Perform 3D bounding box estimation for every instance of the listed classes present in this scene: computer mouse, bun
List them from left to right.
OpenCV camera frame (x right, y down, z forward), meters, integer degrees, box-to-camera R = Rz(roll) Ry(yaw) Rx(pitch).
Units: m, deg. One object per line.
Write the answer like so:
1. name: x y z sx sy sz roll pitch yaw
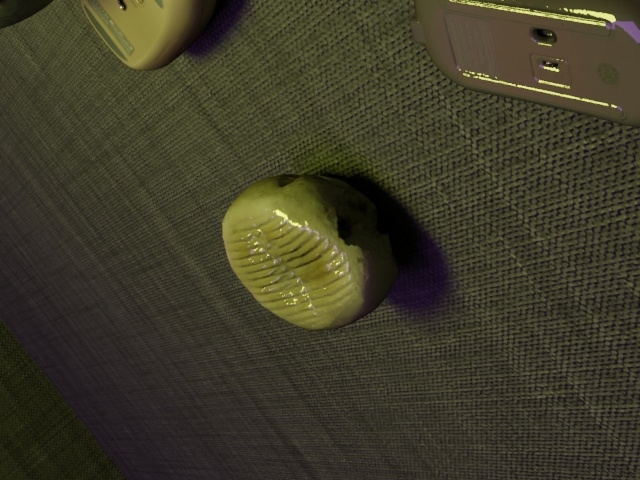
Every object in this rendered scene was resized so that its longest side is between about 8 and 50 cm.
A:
1. computer mouse: -0.178 -0.264 1.207 0.145 0.082 0.236 51 156 -3
2. bun: 0.000 0.000 1.234 0.193 0.128 0.178 -18 110 51
3. computer mouse: 0.166 -0.147 0.839 0.232 0.057 0.120 20 141 43

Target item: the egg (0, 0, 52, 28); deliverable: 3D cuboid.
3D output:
1. egg: -0.376 -0.353 1.163 0.379 0.287 0.288 23 144 53
